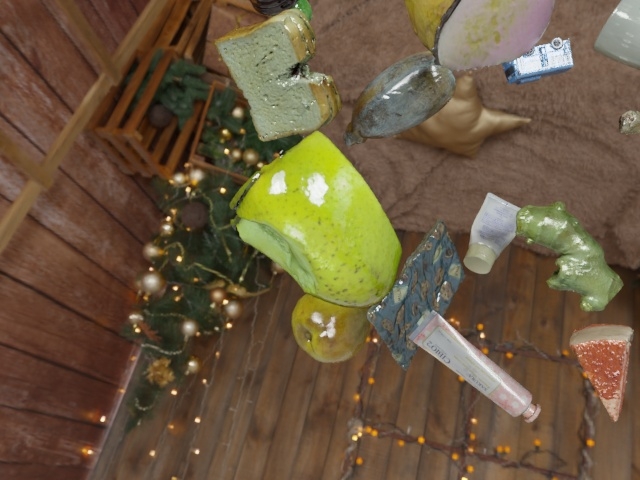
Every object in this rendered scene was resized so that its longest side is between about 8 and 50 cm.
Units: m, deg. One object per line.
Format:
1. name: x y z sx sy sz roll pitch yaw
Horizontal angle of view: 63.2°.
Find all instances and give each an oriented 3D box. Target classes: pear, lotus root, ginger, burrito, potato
1. pear: 0.025 0.199 1.255 0.200 0.200 0.200 14 157 6
2. lotus root: 0.176 -0.338 1.280 0.322 0.158 0.140 -30 164 22
3. ginger: 0.553 0.035 1.166 0.137 0.089 0.290 -32 95 24
4. burrito: 0.775 -0.293 1.294 0.045 0.058 0.188 20 -159 38
5. pear: 0.000 0.000 0.816 0.292 0.159 0.292 42 165 14
6. potato: 0.244 -0.446 0.930 0.229 0.266 0.229 -16 143 -12

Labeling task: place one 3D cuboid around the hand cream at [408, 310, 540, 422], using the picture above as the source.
1. hand cream: 0.234 0.191 0.780 0.210 0.043 0.067 38 122 8

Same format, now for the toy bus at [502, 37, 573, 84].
1. toy bus: 0.824 -0.679 1.987 0.234 0.133 0.116 -12 -177 1

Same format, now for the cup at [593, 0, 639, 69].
1. cup: 0.962 -0.600 1.486 0.234 0.258 0.186 37 159 20

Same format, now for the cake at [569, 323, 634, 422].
1. cake: 0.812 0.380 1.532 0.160 0.262 0.158 8 -169 32

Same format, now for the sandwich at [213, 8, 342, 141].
1. sandwich: -0.089 -0.378 1.216 0.249 0.095 0.273 -2 124 40

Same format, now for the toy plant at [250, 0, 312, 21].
1. toy plant: -0.126 -0.747 1.577 0.218 0.175 0.235 48 -177 32

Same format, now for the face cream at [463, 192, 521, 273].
1. face cream: 0.449 -0.019 1.356 0.114 0.224 0.070 29 152 8

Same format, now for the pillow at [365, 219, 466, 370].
1. pillow: 0.196 0.103 1.002 0.034 0.255 0.189 15 149 45
